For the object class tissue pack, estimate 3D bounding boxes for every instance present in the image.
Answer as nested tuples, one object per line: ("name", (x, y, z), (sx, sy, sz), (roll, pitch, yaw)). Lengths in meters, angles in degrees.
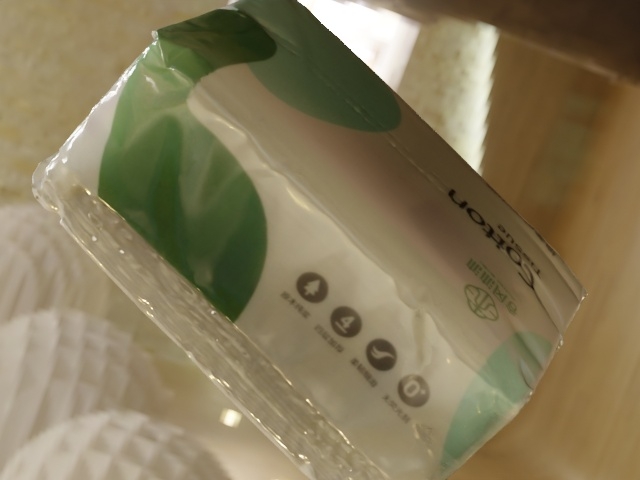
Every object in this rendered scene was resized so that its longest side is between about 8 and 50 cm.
("tissue pack", (0.001, -0.001, 1.278), (0.356, 0.194, 0.266), (44, -157, 2))
